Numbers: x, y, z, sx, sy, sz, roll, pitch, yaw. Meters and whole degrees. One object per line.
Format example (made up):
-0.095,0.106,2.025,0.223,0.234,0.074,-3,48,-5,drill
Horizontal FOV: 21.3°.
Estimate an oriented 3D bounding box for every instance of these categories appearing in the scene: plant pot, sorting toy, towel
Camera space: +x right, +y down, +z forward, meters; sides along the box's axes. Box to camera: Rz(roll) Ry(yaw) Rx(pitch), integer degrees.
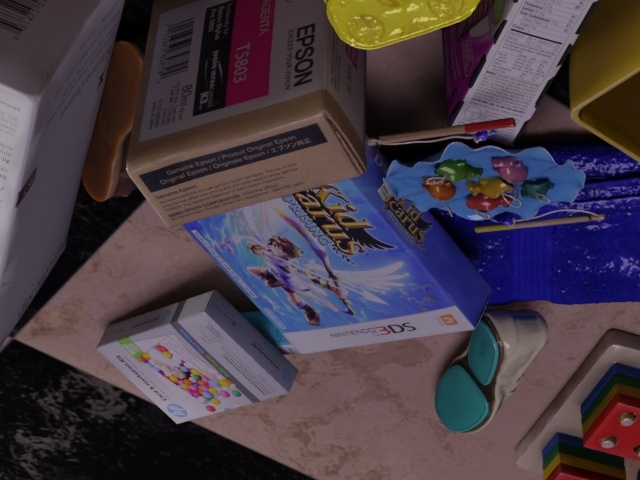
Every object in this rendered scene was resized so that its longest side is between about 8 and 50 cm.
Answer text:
0.341,-0.190,1.457,0.212,0.187,0.212,-33,137,33,plant pot
0.399,0.245,1.999,0.255,0.089,0.257,16,135,-13,sorting toy
0.196,-0.005,1.758,0.308,0.076,0.228,-2,136,6,towel

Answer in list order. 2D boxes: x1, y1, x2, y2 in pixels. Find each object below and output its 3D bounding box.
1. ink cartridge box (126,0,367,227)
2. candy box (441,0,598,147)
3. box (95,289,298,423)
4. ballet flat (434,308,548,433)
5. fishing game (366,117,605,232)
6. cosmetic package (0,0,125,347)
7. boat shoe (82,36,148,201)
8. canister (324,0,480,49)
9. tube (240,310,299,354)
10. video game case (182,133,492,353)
-0.060,-0.142,1.514,0.193,0.235,0.088,-16,134,19,ink cartridge box
0.178,-0.219,1.472,0.071,0.159,0.233,14,135,-13,candy box
-0.140,0.133,1.905,0.186,0.038,0.145,-18,126,41,box
0.197,0.145,1.907,0.086,0.086,0.248,10,151,-7,ballet flat
0.148,-0.046,1.563,0.189,0.041,0.264,-5,160,23,fishing game
-0.315,-0.083,1.590,0.156,0.217,0.385,23,137,3,cosmetic package
-0.182,-0.124,1.669,0.073,0.073,0.207,-19,152,-33,boat shoe
0.071,-0.252,1.436,0.126,0.170,0.073,-16,133,20,canister
-0.099,0.109,1.922,0.207,0.052,0.080,-7,128,20,tube
0.000,0.000,1.713,0.244,0.061,0.269,-12,130,41,video game case
